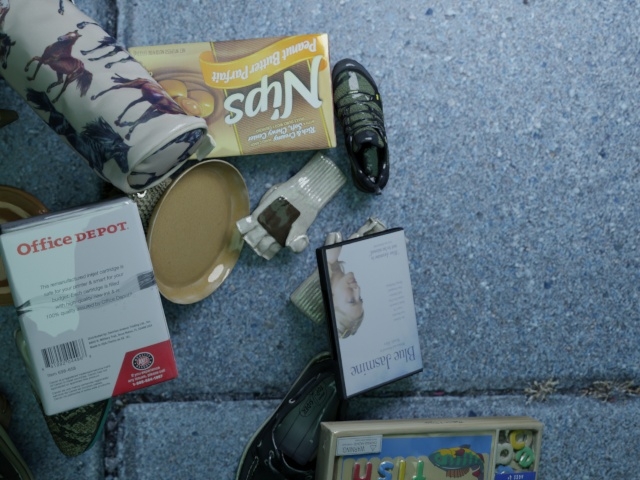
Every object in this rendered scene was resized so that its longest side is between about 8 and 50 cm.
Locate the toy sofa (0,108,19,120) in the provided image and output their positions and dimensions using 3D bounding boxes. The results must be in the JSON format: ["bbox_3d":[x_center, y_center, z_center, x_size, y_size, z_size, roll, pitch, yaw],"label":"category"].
[{"bbox_3d":[-0.632,-0.291,1.511,0.177,0.150,0.362,-30,99,-3],"label":"toy sofa"}]

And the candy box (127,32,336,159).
[{"bbox_3d":[-0.139,-0.227,1.606,0.316,0.087,0.183,-5,97,-6],"label":"candy box"}]

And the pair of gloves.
[{"bbox_3d":[0.000,0.000,1.670,0.204,0.042,0.240,-38,103,-2],"label":"pair of gloves"}]

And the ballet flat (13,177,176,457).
[{"bbox_3d":[-0.375,0.103,1.574,0.182,0.164,0.482,20,93,-47],"label":"ballet flat"}]

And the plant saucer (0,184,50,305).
[{"bbox_3d":[-0.522,0.010,1.618,0.200,0.037,0.200,-1,97,-6],"label":"plant saucer"}]

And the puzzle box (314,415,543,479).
[{"bbox_3d":[0.180,0.437,1.692,0.409,0.052,0.272,2,98,-23],"label":"puzzle box"}]

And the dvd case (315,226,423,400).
[{"bbox_3d":[0.083,0.118,1.645,0.180,0.022,0.253,-14,100,-37],"label":"dvd case"}]

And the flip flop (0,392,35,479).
[{"bbox_3d":[-0.535,0.295,1.623,0.112,0.080,0.277,-40,82,34],"label":"flip flop"}]

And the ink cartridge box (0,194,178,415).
[{"bbox_3d":[-0.339,0.087,1.454,0.197,0.114,0.272,-15,104,-16],"label":"ink cartridge box"}]

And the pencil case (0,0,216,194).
[{"bbox_3d":[-0.347,-0.243,1.475,0.410,0.160,0.183,44,48,9],"label":"pencil case"}]

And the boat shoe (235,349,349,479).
[{"bbox_3d":[-0.041,0.347,1.676,0.127,0.113,0.340,34,92,-9],"label":"boat shoe"}]

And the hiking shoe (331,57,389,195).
[{"bbox_3d":[0.074,-0.186,1.622,0.086,0.114,0.227,-17,99,-5],"label":"hiking shoe"}]

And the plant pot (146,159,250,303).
[{"bbox_3d":[-0.197,-0.016,1.583,0.032,0.236,0.236,18,96,32],"label":"plant pot"}]
